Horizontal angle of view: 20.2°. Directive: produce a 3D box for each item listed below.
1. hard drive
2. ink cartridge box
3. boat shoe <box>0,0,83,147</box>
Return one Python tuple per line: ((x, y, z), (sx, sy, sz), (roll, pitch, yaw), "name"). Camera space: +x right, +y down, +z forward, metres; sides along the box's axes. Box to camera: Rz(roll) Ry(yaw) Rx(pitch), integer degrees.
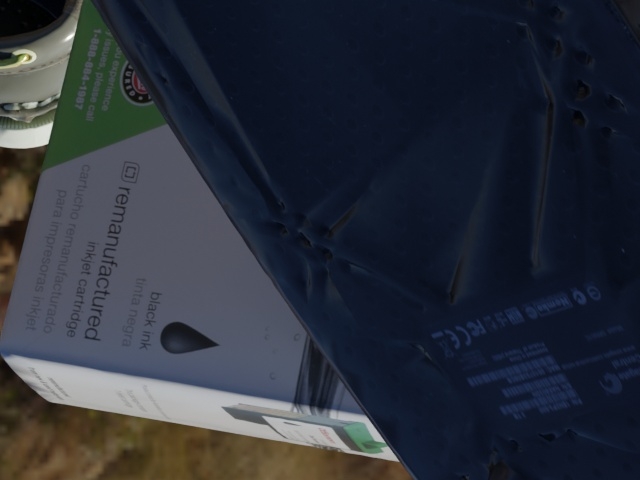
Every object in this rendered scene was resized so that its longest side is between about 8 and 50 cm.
((0.037, -0.029, 0.465), (0.054, 0.254, 0.172), (-39, -172, -35), "hard drive")
((0.000, 0.000, 0.736), (0.219, 0.160, 0.092), (8, 164, 8), "ink cartridge box")
((-0.249, -0.138, 0.856), (0.305, 0.109, 0.091), (19, 154, 0), "boat shoe")
